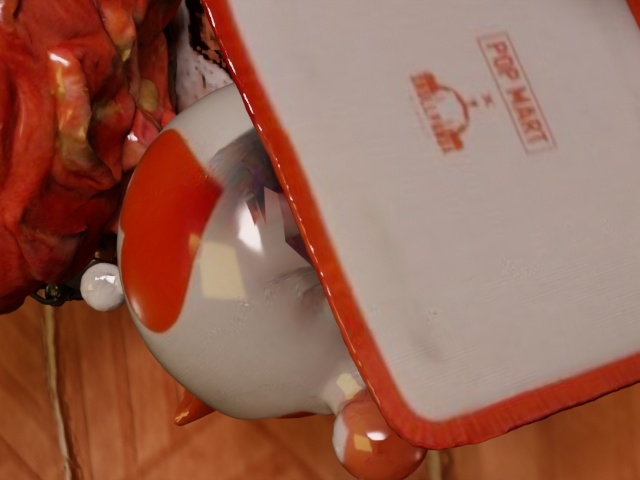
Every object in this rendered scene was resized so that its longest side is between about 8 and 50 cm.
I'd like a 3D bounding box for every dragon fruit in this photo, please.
[{"bbox_3d":[-0.176,-0.072,0.725,0.252,0.241,0.241,-32,73,9],"label":"dragon fruit"}]

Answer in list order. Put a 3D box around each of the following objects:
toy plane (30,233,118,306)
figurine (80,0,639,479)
[{"bbox_3d":[-0.099,0.003,0.813,0.145,0.037,0.060,26,107,45],"label":"toy plane"},{"bbox_3d":[0.000,0.000,0.641,0.226,0.160,0.183,-37,72,54],"label":"figurine"}]
